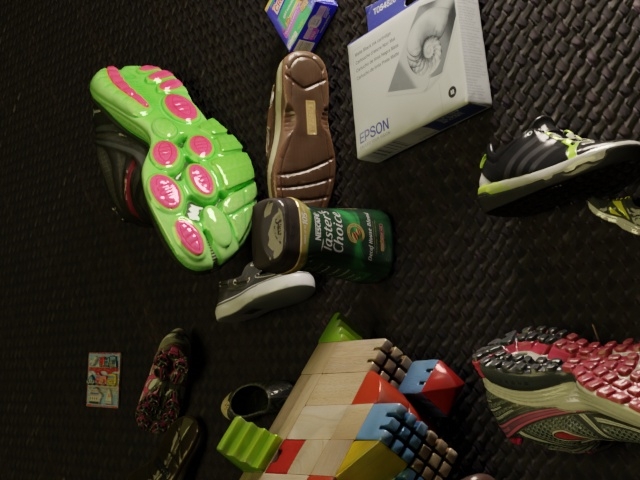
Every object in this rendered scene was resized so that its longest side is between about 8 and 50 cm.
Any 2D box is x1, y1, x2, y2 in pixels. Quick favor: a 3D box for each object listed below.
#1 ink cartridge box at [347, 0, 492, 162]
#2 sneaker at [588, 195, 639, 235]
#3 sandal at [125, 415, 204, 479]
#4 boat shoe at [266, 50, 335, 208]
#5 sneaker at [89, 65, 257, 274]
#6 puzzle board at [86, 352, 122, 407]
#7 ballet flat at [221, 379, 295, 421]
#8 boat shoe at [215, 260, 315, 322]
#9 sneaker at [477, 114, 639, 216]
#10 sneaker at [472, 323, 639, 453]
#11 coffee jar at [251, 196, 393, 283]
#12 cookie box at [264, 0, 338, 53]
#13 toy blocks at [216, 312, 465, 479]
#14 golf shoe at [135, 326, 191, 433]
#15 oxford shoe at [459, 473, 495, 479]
[{"bbox_3d":[0.116,-0.236,1.609,0.223,0.045,0.223,-25,64,51],"label":"ink cartridge box"},{"bbox_3d":[0.310,-0.031,1.311,0.083,0.031,0.035,33,105,44],"label":"sneaker"},{"bbox_3d":[-0.240,0.367,2.014,0.219,0.060,0.090,-56,47,12],"label":"sandal"},{"bbox_3d":[-0.033,-0.126,1.780,0.095,0.095,0.257,154,124,-66],"label":"boat shoe"},{"bbox_3d":[-0.231,-0.095,2.012,0.482,0.185,0.202,-122,32,-47],"label":"sneaker"},{"bbox_3d":[-0.385,0.246,2.277,0.128,0.011,0.096,-7,78,55],"label":"puzzle board"},{"bbox_3d":[-0.096,0.224,1.829,0.173,0.049,0.057,-22,65,52],"label":"ballet flat"},{"bbox_3d":[-0.082,0.060,1.824,0.228,0.080,0.076,-28,63,58],"label":"boat shoe"},{"bbox_3d":[0.243,-0.091,1.366,0.235,0.084,0.097,-17,69,53],"label":"sneaker"},{"bbox_3d":[0.284,0.159,1.258,0.299,0.121,0.112,7,119,55],"label":"sneaker"},{"bbox_3d":[0.000,0.000,1.611,0.079,0.184,0.096,-20,69,53],"label":"coffee jar"},{"bbox_3d":[-0.029,-0.332,1.838,0.091,0.040,0.107,-59,40,32],"label":"cookie box"},{"bbox_3d":[0.036,0.254,1.468,0.261,0.191,0.381,-12,41,55],"label":"toy blocks"},{"bbox_3d":[-0.241,0.224,2.040,0.086,0.068,0.186,-79,10,-61],"label":"golf shoe"},{"bbox_3d":[0.112,0.321,1.478,0.271,0.097,0.098,-47,42,40],"label":"oxford shoe"}]
